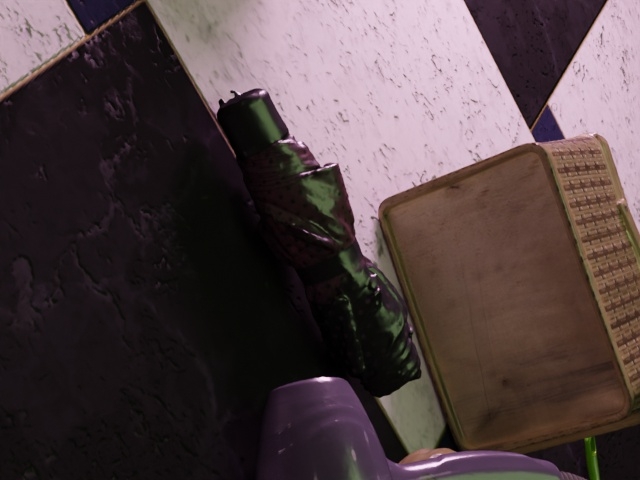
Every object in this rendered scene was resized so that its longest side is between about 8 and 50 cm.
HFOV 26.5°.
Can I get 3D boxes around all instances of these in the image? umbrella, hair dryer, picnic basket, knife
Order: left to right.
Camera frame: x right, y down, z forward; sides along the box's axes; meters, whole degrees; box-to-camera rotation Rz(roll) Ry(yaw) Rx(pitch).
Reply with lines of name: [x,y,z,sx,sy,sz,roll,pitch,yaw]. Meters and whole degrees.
umbrella: [0.000,0.000,1.286,0.094,0.090,0.326,-36,105,-35]
hair dryer: [0.122,0.262,1.179,0.361,0.121,0.301,-3,73,-25]
picnic basket: [0.232,0.062,1.480,0.175,0.228,0.313,-13,83,-55]
knife: [0.355,0.321,1.711,0.078,0.022,0.166,-19,91,-65]

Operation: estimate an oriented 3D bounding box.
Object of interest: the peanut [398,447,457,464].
peanut: [0.117,0.318,1.264,0.123,0.123,0.257,32,48,-45]
